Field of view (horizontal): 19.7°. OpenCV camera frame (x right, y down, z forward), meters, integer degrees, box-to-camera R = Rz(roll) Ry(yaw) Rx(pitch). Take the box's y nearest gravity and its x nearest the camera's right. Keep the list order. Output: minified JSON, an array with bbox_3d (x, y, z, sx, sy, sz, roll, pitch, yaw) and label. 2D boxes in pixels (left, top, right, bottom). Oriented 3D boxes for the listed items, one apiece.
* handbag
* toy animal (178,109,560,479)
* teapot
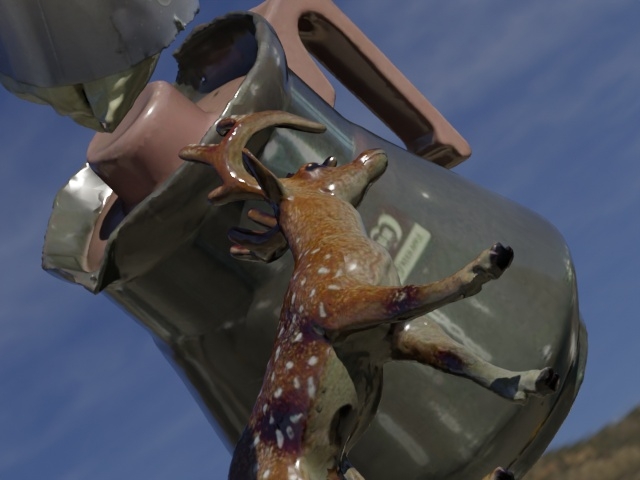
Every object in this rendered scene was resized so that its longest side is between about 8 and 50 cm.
[{"bbox_3d":[-0.108,-0.135,0.725,0.095,0.117,0.173,-7,-62,13],"label":"handbag"},{"bbox_3d":[-0.004,0.045,0.872,0.087,0.260,0.243,36,-108,-36],"label":"toy animal"},{"bbox_3d":[0.000,0.000,1.362,0.305,0.362,0.376,-25,32,41],"label":"teapot"}]
